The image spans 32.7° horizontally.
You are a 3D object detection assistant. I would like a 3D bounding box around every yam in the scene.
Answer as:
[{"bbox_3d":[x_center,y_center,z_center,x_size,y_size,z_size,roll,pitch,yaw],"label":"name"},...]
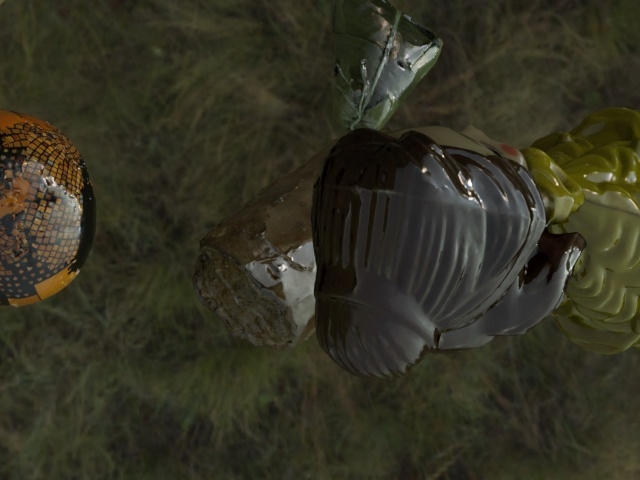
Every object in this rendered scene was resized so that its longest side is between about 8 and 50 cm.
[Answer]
[{"bbox_3d":[0.000,-0.002,0.975,0.238,0.129,0.128,-38,121,-38],"label":"yam"}]

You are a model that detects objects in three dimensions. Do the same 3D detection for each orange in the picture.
[{"bbox_3d":[-0.359,-0.037,1.257,0.182,0.234,0.234,-13,138,-43],"label":"orange"}]

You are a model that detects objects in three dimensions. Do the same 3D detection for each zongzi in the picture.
[{"bbox_3d":[0.021,-0.146,0.825,0.119,0.109,0.055,41,154,-5],"label":"zongzi"}]

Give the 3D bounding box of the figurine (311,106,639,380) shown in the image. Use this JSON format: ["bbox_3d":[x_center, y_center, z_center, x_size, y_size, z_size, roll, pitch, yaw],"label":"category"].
[{"bbox_3d":[0.120,-0.014,0.614,0.315,0.187,0.168,4,121,-49],"label":"figurine"}]

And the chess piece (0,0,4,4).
[{"bbox_3d":[-0.267,-0.068,0.649,0.138,0.124,0.307,23,115,4],"label":"chess piece"}]
